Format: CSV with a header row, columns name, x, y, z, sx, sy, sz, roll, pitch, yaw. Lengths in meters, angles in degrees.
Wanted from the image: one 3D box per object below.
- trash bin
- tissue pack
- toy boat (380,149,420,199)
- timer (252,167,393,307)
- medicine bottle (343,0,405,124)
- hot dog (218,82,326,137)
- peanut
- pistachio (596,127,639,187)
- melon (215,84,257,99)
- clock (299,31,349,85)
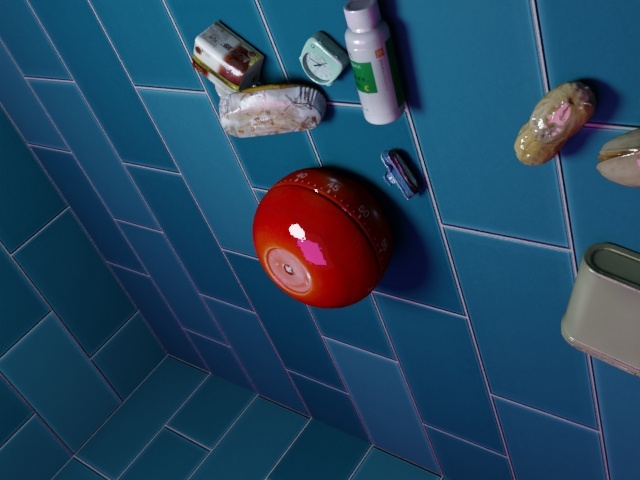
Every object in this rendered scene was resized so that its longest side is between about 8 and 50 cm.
name,x,y,z,sx,sy,sz,roll,pitch,yaw
trash bin,0.640,0.148,1.555,0.243,0.121,0.248,25,144,27
tissue pack,-0.228,-0.437,1.813,0.148,0.099,0.106,38,150,7
toy boat,0.182,-0.152,1.748,0.060,0.060,0.137,-21,121,36
timer,0.000,0.000,1.942,0.377,0.279,0.378,29,145,23
medicine bottle,0.109,-0.367,1.526,0.095,0.095,0.260,18,141,34
hot dog,-0.117,-0.315,1.789,0.267,0.075,0.144,0,143,11
peanut,0.425,-0.213,1.375,0.099,0.099,0.214,38,155,6
pistachio,0.551,-0.142,1.293,0.149,0.113,0.113,-8,124,51
melon,-0.217,-0.354,1.921,0.202,0.093,0.139,44,157,3
clock,0.001,-0.395,1.665,0.101,0.041,0.135,42,151,-2
